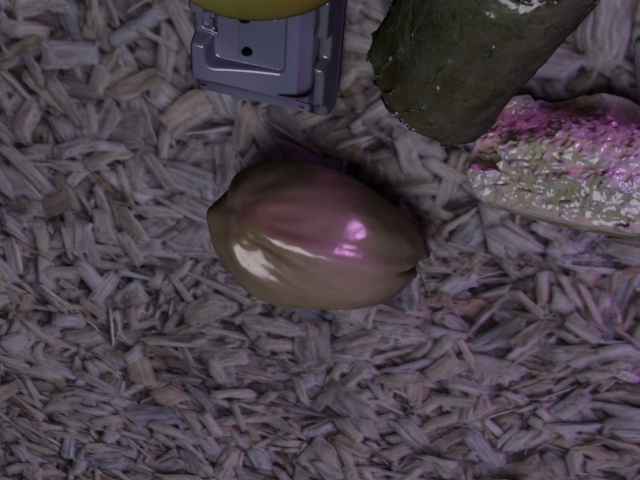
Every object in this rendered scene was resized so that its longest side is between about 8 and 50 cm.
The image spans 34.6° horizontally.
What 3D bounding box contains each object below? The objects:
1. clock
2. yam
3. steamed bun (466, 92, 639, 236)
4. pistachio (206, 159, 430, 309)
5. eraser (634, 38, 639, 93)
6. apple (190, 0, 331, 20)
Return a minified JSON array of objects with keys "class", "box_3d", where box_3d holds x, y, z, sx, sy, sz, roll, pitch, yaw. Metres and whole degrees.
[{"class":"clock","box_3d":[-0.066,-0.270,1.296,0.187,0.083,0.253,14,137,9]},{"class":"yam","box_3d":[0.184,-0.259,1.127,0.195,0.195,0.300,29,136,-8]},{"class":"steamed bun","box_3d":[0.301,-0.101,1.257,0.226,0.200,0.170,12,97,13]},{"class":"pistachio","box_3d":[0.000,0.000,1.465,0.332,0.207,0.226,12,-178,-11]},{"class":"eraser","box_3d":[0.534,-0.195,1.151,0.352,0.061,0.089,0,132,21]},{"class":"apple","box_3d":[-0.058,-0.364,1.084,0.263,0.262,0.262,11,136,11]}]
